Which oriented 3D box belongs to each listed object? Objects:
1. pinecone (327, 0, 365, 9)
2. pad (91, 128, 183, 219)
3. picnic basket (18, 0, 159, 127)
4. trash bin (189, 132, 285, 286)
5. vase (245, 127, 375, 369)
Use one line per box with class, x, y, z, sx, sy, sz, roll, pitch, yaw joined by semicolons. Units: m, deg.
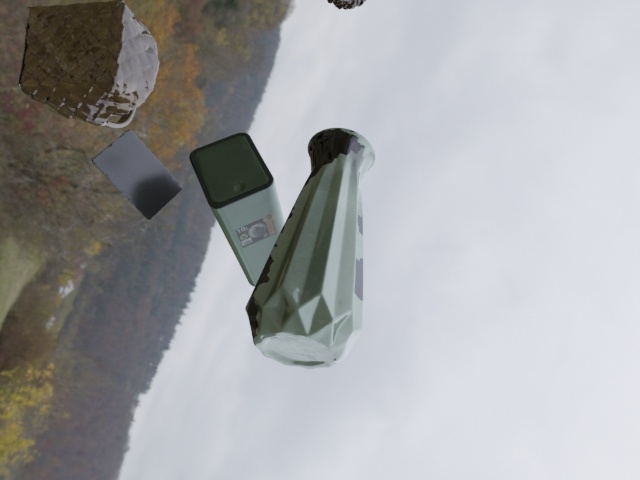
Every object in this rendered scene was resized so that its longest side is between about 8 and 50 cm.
pinecone;0.048;-0.442;0.983;0.077;0.077;0.083;-59;172;28
pad;-0.483;-0.175;1.499;0.003;0.211;0.143;-8;-144;54
picnic basket;-0.561;-0.435;1.466;0.337;0.337;0.293;164;-69;-67
trash bin;-0.181;-0.066;1.434;0.344;0.158;0.223;74;-11;-50
vase;0.000;0.000;0.833;0.165;0.165;0.360;-45;-153;51
